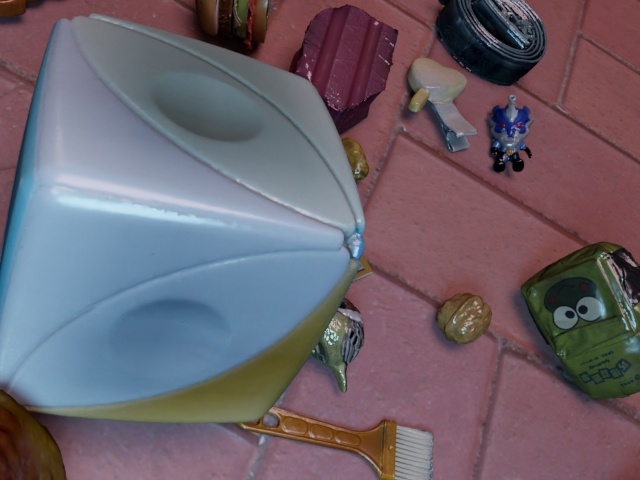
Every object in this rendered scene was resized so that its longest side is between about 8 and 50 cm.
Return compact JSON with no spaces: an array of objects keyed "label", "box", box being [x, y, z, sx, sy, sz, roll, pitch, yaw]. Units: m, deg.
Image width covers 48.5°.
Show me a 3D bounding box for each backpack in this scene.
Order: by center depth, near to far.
[{"label":"backpack","box":[0.480,0.139,1.215,0.140,0.207,0.253,-14,75,-45]}]

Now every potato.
[{"label":"potato","box":[0.060,-0.144,1.272,0.045,0.046,0.092,-25,60,2]}]

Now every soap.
[{"label":"soap","box":[0.032,-0.309,1.313,0.182,0.112,0.289,21,55,-12]}]

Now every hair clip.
[{"label":"hair clip","box":[0.234,-0.283,1.428,0.159,0.071,0.219,-10,62,-27]}]

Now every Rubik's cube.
[{"label":"Rubik's cube","box":[-0.182,-0.016,0.845,0.347,0.352,0.352,11,41,-22]}]

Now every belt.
[{"label":"belt","box":[0.374,-0.472,1.570,0.267,0.116,0.206,35,57,-6]}]

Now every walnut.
[{"label":"walnut","box":[0.237,0.128,1.177,0.096,0.083,0.079,-27,48,-34]}]

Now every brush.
[{"label":"brush","box":[0.024,0.284,1.022,0.314,0.017,0.090,18,53,-15]}]

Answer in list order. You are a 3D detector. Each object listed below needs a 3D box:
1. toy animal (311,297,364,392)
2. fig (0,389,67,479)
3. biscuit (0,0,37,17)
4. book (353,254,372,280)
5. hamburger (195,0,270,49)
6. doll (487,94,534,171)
[{"label":"toy animal","box":[0.029,0.148,1.059,0.098,0.098,0.137,-31,95,-36]},{"label":"fig","box":[-0.427,0.312,0.664,0.368,0.286,0.286,-21,71,-9]},{"label":"biscuit","box":[-0.565,-0.487,1.178,0.283,0.043,0.306,-16,67,-30]},{"label":"book","box":[0.000,0.000,1.178,0.118,0.012,0.172,-20,72,-33]},{"label":"hamburger","box":[-0.156,-0.439,1.275,0.136,0.175,0.175,8,58,-7]},{"label":"doll","box":[0.391,-0.225,1.466,0.095,0.070,0.195,4,59,12]}]
